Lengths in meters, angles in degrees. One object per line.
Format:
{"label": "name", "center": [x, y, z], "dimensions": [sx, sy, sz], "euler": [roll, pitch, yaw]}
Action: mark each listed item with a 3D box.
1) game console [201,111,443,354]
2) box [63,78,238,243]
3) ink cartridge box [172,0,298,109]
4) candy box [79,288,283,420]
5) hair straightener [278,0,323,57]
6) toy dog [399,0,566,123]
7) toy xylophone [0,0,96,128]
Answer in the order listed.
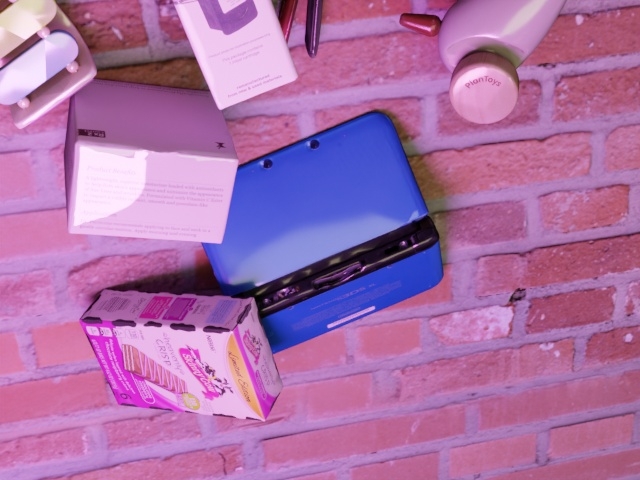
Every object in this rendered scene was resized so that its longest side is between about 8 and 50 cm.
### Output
{"label": "game console", "center": [0.000, 0.000, 1.462], "dimensions": [0.293, 0.173, 0.250], "euler": [-22, 155, -1]}
{"label": "box", "center": [-0.204, -0.096, 1.255], "dimensions": [0.181, 0.182, 0.119], "euler": [4, 121, -17]}
{"label": "ink cartridge box", "center": [-0.119, -0.291, 1.164], "dimensions": [0.100, 0.172, 0.237], "euler": [-22, 124, -2]}
{"label": "candy box", "center": [-0.181, 0.149, 1.407], "dimensions": [0.233, 0.071, 0.159], "euler": [1, 127, 24]}
{"label": "hair straightener", "center": [0.007, -0.326, 1.262], "dimensions": [0.089, 0.047, 0.230], "euler": [4, 115, -18]}
{"label": "toy dog", "center": [0.211, -0.307, 1.232], "dimensions": [0.161, 0.220, 0.334], "euler": [23, 109, -11]}
{"label": "toy xylophone", "center": [-0.360, -0.292, 1.153], "dimensions": [0.236, 0.081, 0.322], "euler": [-41, 122, 11]}
